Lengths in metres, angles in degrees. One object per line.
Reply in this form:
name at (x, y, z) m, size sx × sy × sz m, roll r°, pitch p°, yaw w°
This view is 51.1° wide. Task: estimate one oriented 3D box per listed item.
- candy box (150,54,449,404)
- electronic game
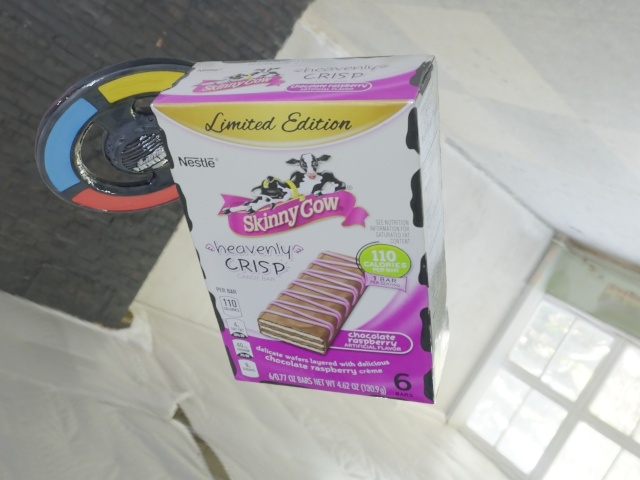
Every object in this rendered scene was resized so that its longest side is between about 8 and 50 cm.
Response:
candy box at (0.000, 0.000, 0.450) m, size 0.159 × 0.233 × 0.071 m, roll 3°, pitch -144°, yaw 19°
electronic game at (-0.196, -0.109, 0.744) m, size 0.229 × 0.229 × 0.048 m, roll 28°, pitch -151°, yaw -58°
